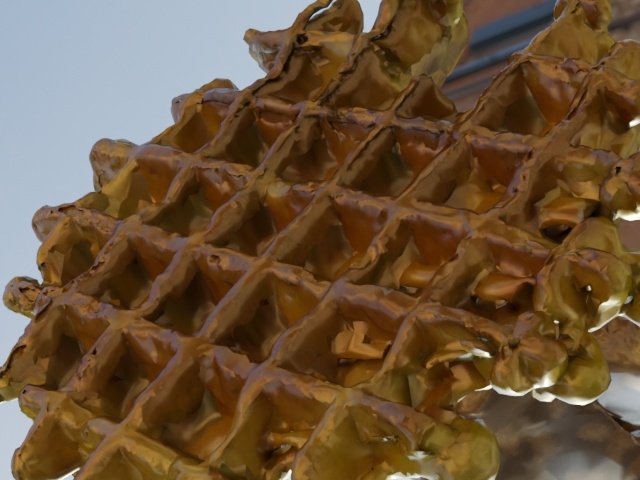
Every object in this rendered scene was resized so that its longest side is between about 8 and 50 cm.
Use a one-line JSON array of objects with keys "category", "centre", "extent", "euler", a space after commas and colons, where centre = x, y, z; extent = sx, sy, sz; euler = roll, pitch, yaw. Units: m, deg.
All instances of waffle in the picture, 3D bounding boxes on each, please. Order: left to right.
[{"category": "waffle", "centre": [0.000, 0.000, 0.490], "extent": [0.232, 0.228, 0.051], "euler": [-92, -22, -50]}]

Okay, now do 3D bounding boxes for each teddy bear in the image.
[{"category": "teddy bear", "centre": [0.120, 0.052, 0.872], "extent": [0.222, 0.296, 0.246], "euler": [-101, 10, -45]}]
